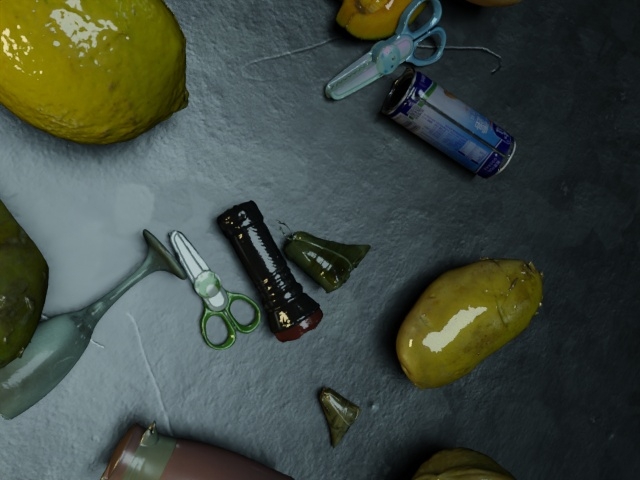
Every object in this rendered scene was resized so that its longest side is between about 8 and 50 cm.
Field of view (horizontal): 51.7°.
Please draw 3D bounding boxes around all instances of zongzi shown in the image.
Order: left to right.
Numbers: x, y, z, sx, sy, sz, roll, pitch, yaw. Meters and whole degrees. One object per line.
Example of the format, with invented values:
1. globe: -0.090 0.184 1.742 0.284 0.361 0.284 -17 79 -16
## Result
1. zongzi: 0.000 0.000 1.114 0.154 0.062 0.130 41 53 1
2. zongzi: 0.016 0.297 1.110 0.076 0.040 0.083 35 94 -10

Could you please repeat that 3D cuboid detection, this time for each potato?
1. potato: -0.445 0.030 0.847 0.176 0.141 0.298 -9 66 -20
2. potato: 0.259 0.131 1.149 0.300 0.140 0.173 -33 107 -13

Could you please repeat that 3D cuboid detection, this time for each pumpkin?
1. pumpkin: 0.113 -0.472 1.142 0.149 0.130 0.254 13 114 -49

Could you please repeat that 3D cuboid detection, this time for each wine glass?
1. wine glass: -0.399 0.059 0.958 0.309 0.096 0.264 -41 79 -16

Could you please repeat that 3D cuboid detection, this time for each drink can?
1. drink can: 0.229 -0.206 1.173 0.235 0.097 0.097 29 78 -17

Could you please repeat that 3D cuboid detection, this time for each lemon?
1. lemon: -0.313 -0.252 0.883 0.310 0.253 0.253 30 78 -31

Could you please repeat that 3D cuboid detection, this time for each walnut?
1. walnut: 0.257 0.482 1.089 0.283 0.283 0.227 46 33 -14

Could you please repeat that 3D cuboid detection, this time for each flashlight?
1. flashlight: -0.083 0.046 1.055 0.093 0.093 0.232 -30 93 -19

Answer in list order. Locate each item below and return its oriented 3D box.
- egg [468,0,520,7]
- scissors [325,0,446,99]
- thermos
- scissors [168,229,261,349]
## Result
1. egg: 0.282 -0.527 1.152 0.244 0.201 0.201 26 79 -5
2. scissors: 0.115 -0.320 1.153 0.256 0.030 0.125 -35 135 -10
3. thermos: -0.190 0.377 0.978 0.265 0.146 0.176 28 104 -10
4. scissors: -0.177 0.071 1.043 0.101 0.027 0.204 -34 102 -20
